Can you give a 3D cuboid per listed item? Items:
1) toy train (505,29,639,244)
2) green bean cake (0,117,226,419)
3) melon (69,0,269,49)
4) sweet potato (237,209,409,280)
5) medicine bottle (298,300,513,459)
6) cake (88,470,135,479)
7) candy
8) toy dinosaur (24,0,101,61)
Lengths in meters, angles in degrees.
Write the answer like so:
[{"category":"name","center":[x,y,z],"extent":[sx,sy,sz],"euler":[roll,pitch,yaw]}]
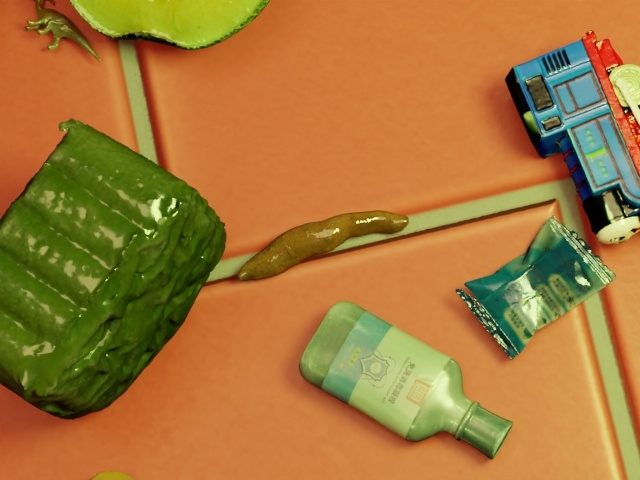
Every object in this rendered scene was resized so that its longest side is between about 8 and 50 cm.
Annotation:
[{"category":"toy train","center":[0.273,-0.093,1.913],"extent":[0.131,0.083,0.204],"euler":[-21,74,2]},{"category":"green bean cake","center":[-0.217,0.039,1.865],"extent":[0.156,0.247,0.250],"euler":[32,84,13]},{"category":"melon","center":[-0.149,-0.284,2.002],"extent":[0.265,0.129,0.169],"euler":[11,101,7]},{"category":"sweet potato","center":[-0.001,-0.001,1.951],"extent":[0.179,0.044,0.044],"euler":[-22,75,3]},{"category":"medicine bottle","center":[0.085,0.141,1.900],"extent":[0.208,0.054,0.090],"euler":[29,81,13]},{"category":"cake","center":[-0.204,0.266,1.917],"extent":[0.084,0.044,0.084],"euler":[-1,79,7]},{"category":"candy","center":[0.209,0.042,1.915],"extent":[0.136,0.038,0.088],"euler":[-37,78,-11]},{"category":"toy dinosaur","center":[-0.272,-0.216,2.042],"extent":[0.041,0.026,0.113],"euler":[-34,65,-19]}]
